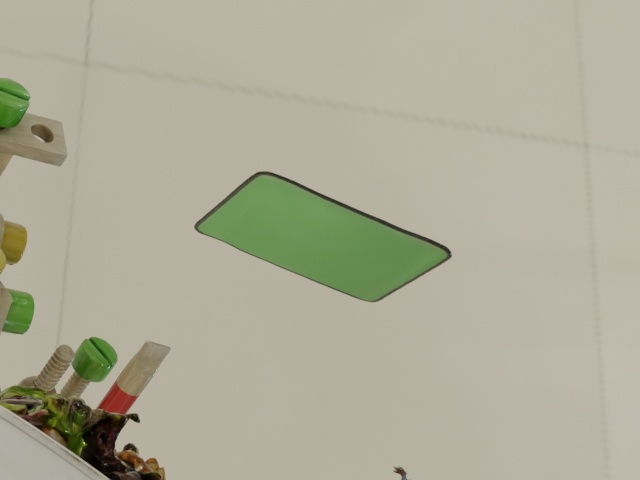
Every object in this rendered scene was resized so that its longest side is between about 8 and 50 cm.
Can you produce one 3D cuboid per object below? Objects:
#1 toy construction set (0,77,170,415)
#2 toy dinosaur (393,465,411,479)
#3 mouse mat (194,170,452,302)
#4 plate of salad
[{"bbox_3d":[-0.256,0.017,1.301,0.309,0.237,0.257,33,27,-11],"label":"toy construction set"},{"bbox_3d":[0.074,0.284,1.748,0.090,0.047,0.082,9,53,27],"label":"toy dinosaur"},{"bbox_3d":[0.000,0.000,1.395,0.190,0.152,0.007,24,62,-19],"label":"mouse mat"},{"bbox_3d":[-0.089,0.093,0.594,0.200,0.200,0.048,35,68,3],"label":"plate of salad"}]
